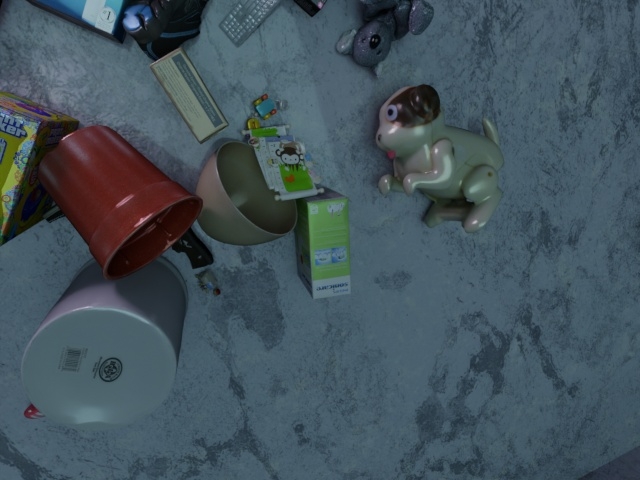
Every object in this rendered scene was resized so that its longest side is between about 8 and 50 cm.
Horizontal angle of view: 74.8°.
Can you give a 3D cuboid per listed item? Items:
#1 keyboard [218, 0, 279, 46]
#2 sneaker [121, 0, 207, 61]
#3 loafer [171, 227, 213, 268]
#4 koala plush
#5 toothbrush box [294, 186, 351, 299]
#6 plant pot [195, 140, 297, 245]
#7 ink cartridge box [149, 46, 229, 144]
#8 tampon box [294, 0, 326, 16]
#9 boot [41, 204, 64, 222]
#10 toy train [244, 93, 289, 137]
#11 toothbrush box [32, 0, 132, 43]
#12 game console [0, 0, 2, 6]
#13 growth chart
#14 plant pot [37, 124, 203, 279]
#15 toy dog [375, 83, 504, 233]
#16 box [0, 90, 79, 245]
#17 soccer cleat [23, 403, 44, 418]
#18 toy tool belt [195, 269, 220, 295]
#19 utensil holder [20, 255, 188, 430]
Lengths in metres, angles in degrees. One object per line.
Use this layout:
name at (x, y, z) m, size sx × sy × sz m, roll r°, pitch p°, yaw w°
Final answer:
keyboard at (-0.153, -0.608, 1.058) m, size 0.256 × 0.014 × 0.072 m, roll -34°, pitch 118°, yaw 27°
sneaker at (-0.339, -0.593, 1.030) m, size 0.125 × 0.139 × 0.341 m, roll 32°, pitch 78°, yaw 19°
loafer at (-0.395, -0.001, 1.189) m, size 0.078 × 0.080 × 0.220 m, roll -35°, pitch 112°, yaw -5°
koala plush at (0.166, -0.579, 1.155) m, size 0.196 × 0.203 × 0.221 m, roll 25°, pitch 119°, yaw -12°
toothbrush box at (0.000, 0.000, 1.235) m, size 0.122 × 0.206 × 0.283 m, roll -9°, pitch 108°, yaw -14°
plant pot at (-0.227, -0.098, 1.136) m, size 0.191 × 0.284 × 0.284 m, roll -31°, pitch 115°, yaw 29°
ink cartridge box at (-0.314, -0.349, 1.031) m, size 0.088 × 0.234 × 0.193 m, roll -33°, pitch 112°, yaw -4°
tampon box at (-0.038, -0.692, 1.082) m, size 0.161 × 0.101 × 0.120 m, roll 34°, pitch 94°, yaw -22°
boot at (-0.572, -0.056, 1.107) m, size 0.236 × 0.085 × 0.178 m, roll -31°, pitch 114°, yaw -22°
toy train at (-0.153, -0.326, 1.189) m, size 0.125 × 0.046 × 0.166 m, roll 11°, pitch 98°, yaw -33°
toothbrush box at (-0.524, -0.645, 0.947) m, size 0.216 × 0.126 × 0.295 m, roll 20°, pitch 98°, yaw -20°
game console at (-0.825, -0.656, 0.858) m, size 0.342 × 0.060 × 0.386 m, roll 25°, pitch 111°, yaw -25°
growth chart at (-0.097, -0.217, 1.152) m, size 0.172 × 0.021 × 0.237 m, roll -22°, pitch 82°, yaw -27°
plant pot at (-0.464, -0.097, 0.956) m, size 0.272 × 0.272 × 0.265 m, roll -45°, pitch 88°, yaw 0°
toy dog at (0.340, -0.266, 1.220) m, size 0.408 × 0.284 × 0.395 m, roll 37°, pitch 92°, yaw -20°
box at (-0.712, -0.175, 0.937) m, size 0.177 × 0.290 × 0.279 m, roll 20°, pitch 100°, yaw -20°
soccer cleat at (-0.732, 0.472, 1.233) m, size 0.248 × 0.083 × 0.095 m, roll -23°, pitch 115°, yaw -11°
toy tool belt at (-0.342, 0.133, 1.266) m, size 0.051 × 0.052 × 0.083 m, roll -17°, pitch 109°, yaw 22°
utensil holder at (-0.508, 0.227, 1.060) m, size 0.327 × 0.385 × 0.327 m, roll -5°, pitch 107°, yaw -15°
